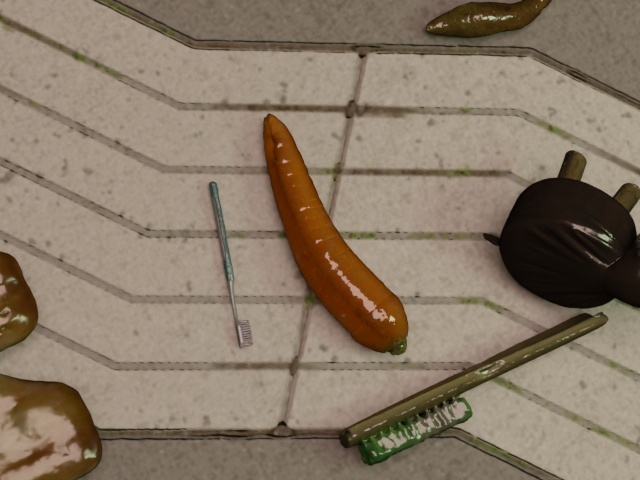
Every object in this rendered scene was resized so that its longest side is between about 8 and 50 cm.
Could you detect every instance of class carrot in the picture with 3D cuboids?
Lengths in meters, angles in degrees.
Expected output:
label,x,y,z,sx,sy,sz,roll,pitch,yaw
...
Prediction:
label,x,y,z,sx,sy,sz,roll,pitch,yaw
carrot,0.000,0.000,1.632,0.066,0.062,0.271,-39,79,19

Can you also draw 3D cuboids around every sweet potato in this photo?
label,x,y,z,sx,sy,sz,roll,pitch,yaw
sweet potato,0.180,-0.230,1.716,0.153,0.038,0.041,-19,103,-13

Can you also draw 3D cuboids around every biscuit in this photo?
label,x,y,z,sx,sy,sz,roll,pitch,yaw
biscuit,-0.369,0.162,1.544,0.290,0.062,0.237,-27,81,-12

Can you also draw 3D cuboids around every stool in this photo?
label,x,y,z,sx,sy,sz,roll,pitch,yaw
stool,0.268,-0.001,1.615,0.217,0.125,0.121,15,50,26

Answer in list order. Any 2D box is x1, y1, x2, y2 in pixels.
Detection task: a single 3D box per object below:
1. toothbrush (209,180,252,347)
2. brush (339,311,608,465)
label,x,y,z,sx,sy,sz,roll,pitch,yaw
toothbrush,-0.087,0.022,1.637,0.014,0.011,0.167,-9,78,-14
brush,0.151,0.141,1.618,0.282,0.054,0.048,-26,91,-12
